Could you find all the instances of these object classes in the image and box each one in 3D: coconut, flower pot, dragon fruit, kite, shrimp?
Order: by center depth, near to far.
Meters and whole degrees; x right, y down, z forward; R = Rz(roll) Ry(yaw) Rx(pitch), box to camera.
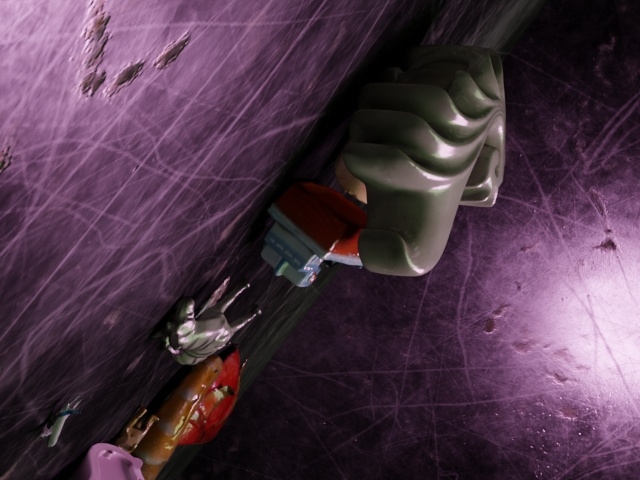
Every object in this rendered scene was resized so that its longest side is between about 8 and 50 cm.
[{"bbox_3d":[0.157,-0.130,1.512,0.367,0.164,0.254,-43,132,-51],"label":"flower pot"},{"bbox_3d":[-0.181,0.114,1.602,0.157,0.011,0.139,-53,172,9],"label":"kite"},{"bbox_3d":[0.090,-0.130,1.664,0.122,0.116,0.116,-52,175,37],"label":"coconut"},{"bbox_3d":[-0.320,0.387,1.931,0.445,0.085,0.272,-54,-179,8],"label":"shrimp"},{"bbox_3d":[-0.239,0.350,2.226,0.282,0.100,0.343,-55,176,-8],"label":"dragon fruit"}]

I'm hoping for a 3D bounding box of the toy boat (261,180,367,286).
[{"bbox_3d":[0.000,0.000,1.605,0.133,0.145,0.332,-52,168,9],"label":"toy boat"}]

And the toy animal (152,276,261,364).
[{"bbox_3d":[-0.173,0.132,1.472,0.176,0.073,0.217,-30,170,-34],"label":"toy animal"}]

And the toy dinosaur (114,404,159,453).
[{"bbox_3d":[-0.325,0.336,1.744,0.126,0.039,0.162,-51,-179,-16],"label":"toy dinosaur"}]

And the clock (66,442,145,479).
[{"bbox_3d":[-0.330,0.405,1.477,0.290,0.275,0.080,25,110,-46],"label":"clock"}]

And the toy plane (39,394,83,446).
[{"bbox_3d":[-0.299,0.209,1.186,0.084,0.024,0.078,-48,178,36],"label":"toy plane"}]
